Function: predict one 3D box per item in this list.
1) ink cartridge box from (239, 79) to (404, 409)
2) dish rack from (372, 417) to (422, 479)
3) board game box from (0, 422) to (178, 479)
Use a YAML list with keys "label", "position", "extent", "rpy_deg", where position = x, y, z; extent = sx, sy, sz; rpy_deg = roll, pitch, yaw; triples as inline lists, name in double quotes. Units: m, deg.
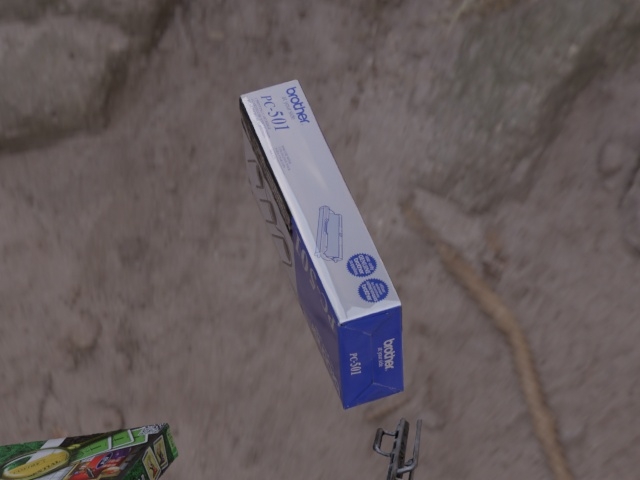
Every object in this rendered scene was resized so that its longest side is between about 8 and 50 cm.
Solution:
- label: "ink cartridge box"
  position: [0.000, 0.000, 1.299]
  extent: [0.046, 0.097, 0.207]
  rpy_deg: [-17, 52, -10]
- label: "dish rack"
  position: [0.040, 0.219, 0.940]
  extent: [0.074, 0.271, 0.208]
  rpy_deg: [11, 113, 2]
- label: "board game box"
  position: [-0.189, 0.177, 1.147]
  extent: [0.136, 0.259, 0.030]
  rpy_deg: [-12, 105, 19]
